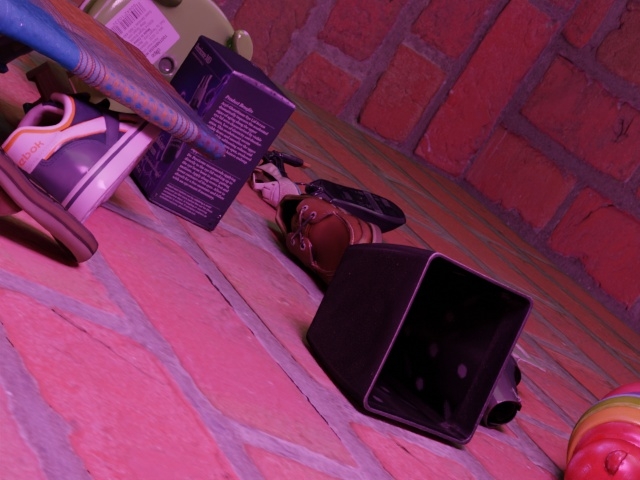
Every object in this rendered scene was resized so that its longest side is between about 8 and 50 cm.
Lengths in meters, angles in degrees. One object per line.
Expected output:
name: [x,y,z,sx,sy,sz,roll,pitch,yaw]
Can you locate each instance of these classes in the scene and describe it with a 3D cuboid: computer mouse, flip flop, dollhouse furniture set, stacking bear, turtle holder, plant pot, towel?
computer mouse: [0.010,-0.075,2.873,0.262,0.060,0.184,14,22,-29]
flip flop: [-0.330,-0.057,1.614,0.277,0.080,0.112,45,-1,-34]
dollhouse furniture set: [-0.391,-0.201,2.082,0.183,0.129,0.129,65,17,9]
stacking bear: [0.372,0.273,2.019,0.164,0.175,0.289,37,17,13]
turtle holder: [-0.224,-0.245,2.409,0.320,0.243,0.227,18,-1,-29]
plant pot: [0.097,0.102,1.922,0.187,0.188,0.167,24,0,-41]
towel: [-0.289,-0.231,1.895,0.370,0.040,0.271,32,12,-43]

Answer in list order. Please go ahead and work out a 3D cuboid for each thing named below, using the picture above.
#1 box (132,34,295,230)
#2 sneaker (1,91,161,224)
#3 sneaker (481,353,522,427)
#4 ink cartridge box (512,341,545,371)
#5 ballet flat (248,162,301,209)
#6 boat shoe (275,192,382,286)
box: [-0.150,-0.143,2.208,0.108,0.207,0.153,28,11,-31]
sneaker: [-0.269,-0.107,1.881,0.127,0.126,0.321,38,11,-4]
sneaker: [0.225,0.198,2.184,0.118,0.083,0.222,59,13,25]
ink cartridge box: [0.208,0.147,2.367,0.209,0.062,0.109,27,11,-34]
ballet flat: [-0.076,-0.079,2.656,0.052,0.057,0.168,-1,18,-19]
boat shoe: [0.000,0.000,2.338,0.104,0.110,0.307,27,1,-15]
